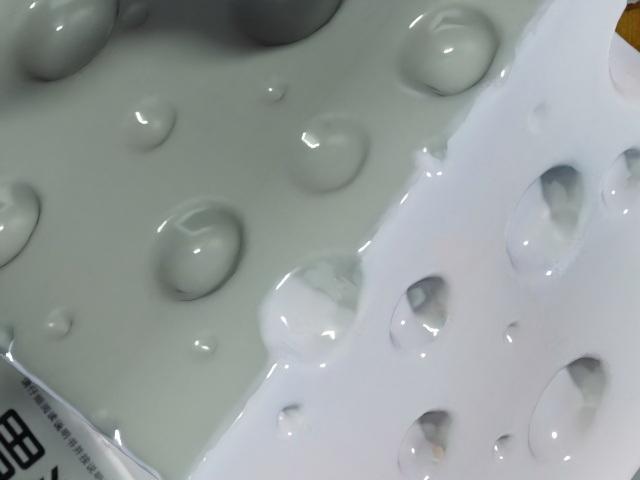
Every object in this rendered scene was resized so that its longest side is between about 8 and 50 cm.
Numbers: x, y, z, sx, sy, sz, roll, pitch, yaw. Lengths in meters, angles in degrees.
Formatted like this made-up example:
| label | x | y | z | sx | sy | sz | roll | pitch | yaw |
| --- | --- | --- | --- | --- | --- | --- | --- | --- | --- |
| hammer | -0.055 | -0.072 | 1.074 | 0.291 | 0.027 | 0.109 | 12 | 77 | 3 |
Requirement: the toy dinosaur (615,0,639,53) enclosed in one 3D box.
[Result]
| label | x | y | z | sx | sy | sz | roll | pitch | yaw |
| --- | --- | --- | --- | --- | --- | --- | --- | --- | --- |
| toy dinosaur | 0.274 | -0.087 | 1.035 | 0.432 | 0.097 | 0.208 | -4 | -28 | 33 |

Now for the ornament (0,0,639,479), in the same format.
| label | x | y | z | sx | sy | sz | roll | pitch | yaw |
| --- | --- | --- | --- | --- | --- | --- | --- | --- | --- |
| ornament | 0.000 | 0.000 | 0.787 | 0.239 | 0.239 | 0.240 | 30 | -10 | 40 |

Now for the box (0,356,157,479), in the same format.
| label | x | y | z | sx | sy | sz | roll | pitch | yaw |
| --- | --- | --- | --- | --- | --- | --- | --- | --- | --- |
| box | -0.160 | 0.143 | 1.041 | 0.173 | 0.333 | 0.145 | -40 | -6 | 14 |
